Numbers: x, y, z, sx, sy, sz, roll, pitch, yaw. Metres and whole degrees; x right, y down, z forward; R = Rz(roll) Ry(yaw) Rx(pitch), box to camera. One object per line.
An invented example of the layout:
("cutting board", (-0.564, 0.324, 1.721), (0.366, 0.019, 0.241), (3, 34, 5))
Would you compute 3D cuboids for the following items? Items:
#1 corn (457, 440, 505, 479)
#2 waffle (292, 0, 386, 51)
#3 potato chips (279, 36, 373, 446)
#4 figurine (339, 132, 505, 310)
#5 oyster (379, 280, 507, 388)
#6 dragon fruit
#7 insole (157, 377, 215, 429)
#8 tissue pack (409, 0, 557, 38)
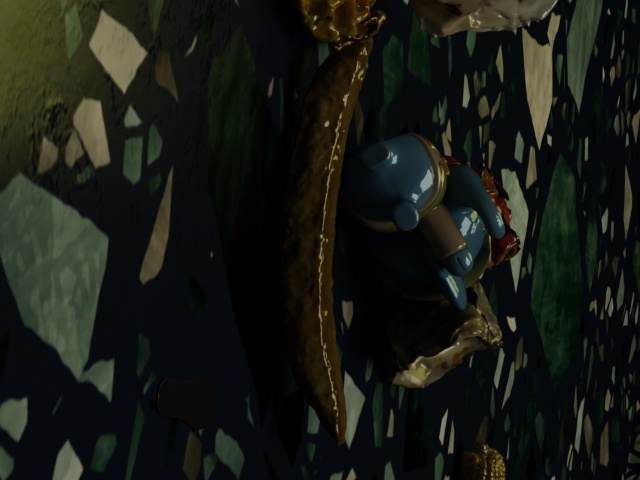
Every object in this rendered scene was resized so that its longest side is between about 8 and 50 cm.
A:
("corn", (0.217, 0.376, 2.648), (0.068, 0.068, 0.207), (-9, 101, -71))
("waffle", (0.021, -0.351, 1.919), (0.302, 0.068, 0.325), (39, 58, -67))
("potato chips", (0.000, 0.000, 1.912), (0.057, 0.080, 0.407), (-17, 111, -86))
("figurine", (0.109, -0.022, 2.105), (0.154, 0.180, 0.262), (-54, 164, -1))
("oyster", (0.146, 0.100, 2.278), (0.110, 0.166, 0.341), (62, 20, 3))
("dragon fruit", (0.162, -0.024, 2.295), (0.133, 0.166, 0.136), (-41, 144, -10))
("insole", (-0.116, 0.142, 1.697), (0.135, 0.002, 0.045), (24, 69, -71))
("tissue pack", (0.181, -0.449, 2.063), (0.375, 0.195, 0.390), (94, -5, -47))
